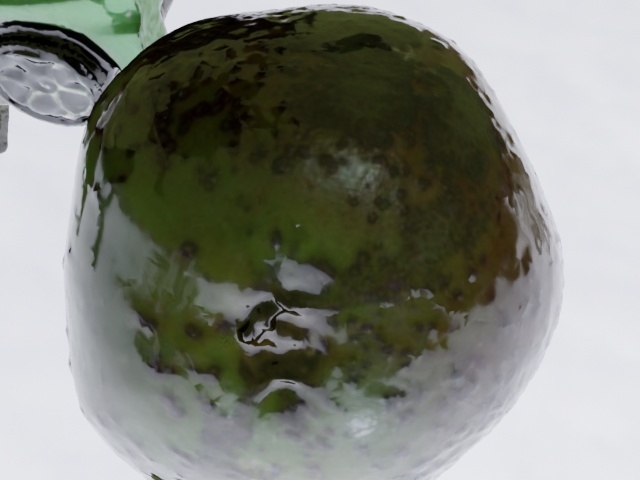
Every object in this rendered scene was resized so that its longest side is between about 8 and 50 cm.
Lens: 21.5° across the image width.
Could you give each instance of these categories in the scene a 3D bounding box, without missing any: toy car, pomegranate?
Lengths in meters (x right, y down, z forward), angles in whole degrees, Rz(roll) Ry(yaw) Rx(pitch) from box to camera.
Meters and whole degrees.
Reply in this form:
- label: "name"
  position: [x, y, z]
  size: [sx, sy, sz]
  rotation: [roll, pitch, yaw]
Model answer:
- label: "toy car"
  position: [-0.210, -0.215, 1.146]
  size: [0.358, 0.176, 0.213]
  rotation: [7, -123, 19]
- label: "pomegranate"
  position: [0.000, 0.000, 0.955]
  size: [0.285, 0.285, 0.341]
  rotation: [4, -167, 5]

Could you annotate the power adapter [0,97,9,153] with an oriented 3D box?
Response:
- label: "power adapter"
  position: [-0.344, -0.195, 1.794]
  size: [0.125, 0.205, 0.130]
  rotation: [-1, -152, -21]
